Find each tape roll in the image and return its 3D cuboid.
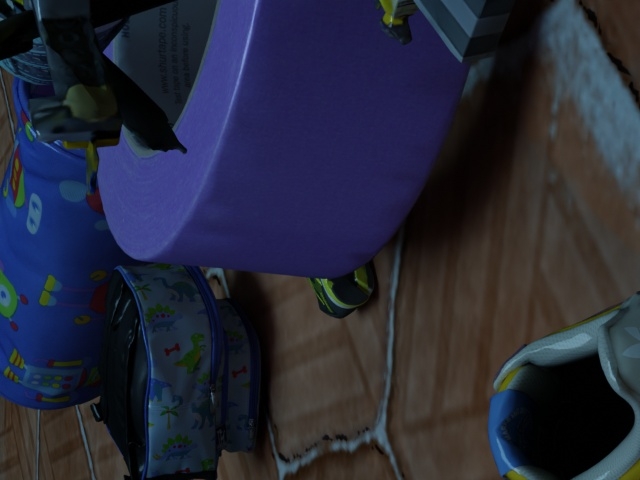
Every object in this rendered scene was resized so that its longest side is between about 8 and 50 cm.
[{"bbox_3d":[-0.023,-0.123,0.694,0.275,0.090,0.275,-175,90,-69],"label":"tape roll"}]

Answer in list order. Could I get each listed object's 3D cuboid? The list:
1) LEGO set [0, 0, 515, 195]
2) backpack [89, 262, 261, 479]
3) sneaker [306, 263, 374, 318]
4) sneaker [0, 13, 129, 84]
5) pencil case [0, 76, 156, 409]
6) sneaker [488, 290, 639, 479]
[{"bbox_3d":[-0.012,-0.157,0.454,0.255,0.331,0.192,49,143,27],"label":"LEGO set"},{"bbox_3d":[-0.081,0.069,0.921,0.105,0.084,0.114,-131,38,-57],"label":"backpack"},{"bbox_3d":[0.000,0.000,0.778,0.035,0.031,0.083,121,140,-56],"label":"sneaker"},{"bbox_3d":[-0.132,-0.199,0.728,0.122,0.110,0.283,124,146,-58],"label":"sneaker"},{"bbox_3d":[-0.163,-0.013,1.068,0.133,0.119,0.306,50,144,20],"label":"pencil case"},{"bbox_3d":[0.081,0.062,0.508,0.185,0.084,0.069,120,141,-54],"label":"sneaker"}]
